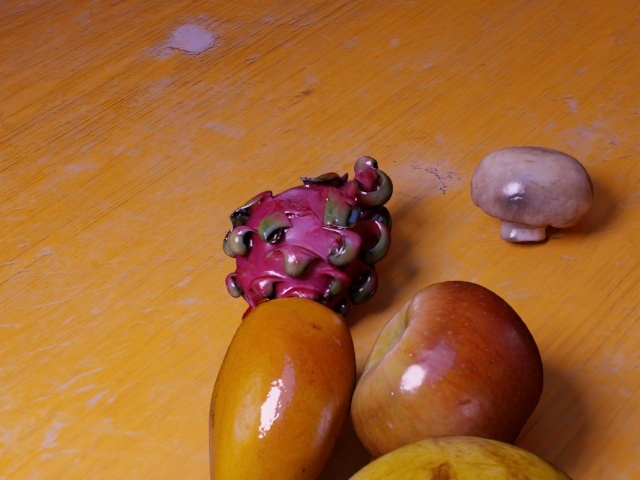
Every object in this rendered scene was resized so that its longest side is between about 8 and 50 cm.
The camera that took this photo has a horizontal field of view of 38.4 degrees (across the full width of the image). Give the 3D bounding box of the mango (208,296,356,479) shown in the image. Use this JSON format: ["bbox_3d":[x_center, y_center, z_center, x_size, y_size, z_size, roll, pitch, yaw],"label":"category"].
[{"bbox_3d":[-0.049,0.192,0.994,0.187,0.138,0.257,-30,35,30],"label":"mango"}]

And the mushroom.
[{"bbox_3d":[0.288,-0.064,1.259,0.166,0.127,0.166,6,22,-2],"label":"mushroom"}]

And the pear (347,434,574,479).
[{"bbox_3d":[0.114,0.290,0.755,0.281,0.280,0.280,-7,39,6],"label":"pear"}]

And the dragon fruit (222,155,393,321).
[{"bbox_3d":[0.001,0.010,1.200,0.273,0.218,0.198,-22,85,-20],"label":"dragon fruit"}]

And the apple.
[{"bbox_3d":[0.137,0.154,0.965,0.173,0.210,0.235,36,45,-1],"label":"apple"}]
